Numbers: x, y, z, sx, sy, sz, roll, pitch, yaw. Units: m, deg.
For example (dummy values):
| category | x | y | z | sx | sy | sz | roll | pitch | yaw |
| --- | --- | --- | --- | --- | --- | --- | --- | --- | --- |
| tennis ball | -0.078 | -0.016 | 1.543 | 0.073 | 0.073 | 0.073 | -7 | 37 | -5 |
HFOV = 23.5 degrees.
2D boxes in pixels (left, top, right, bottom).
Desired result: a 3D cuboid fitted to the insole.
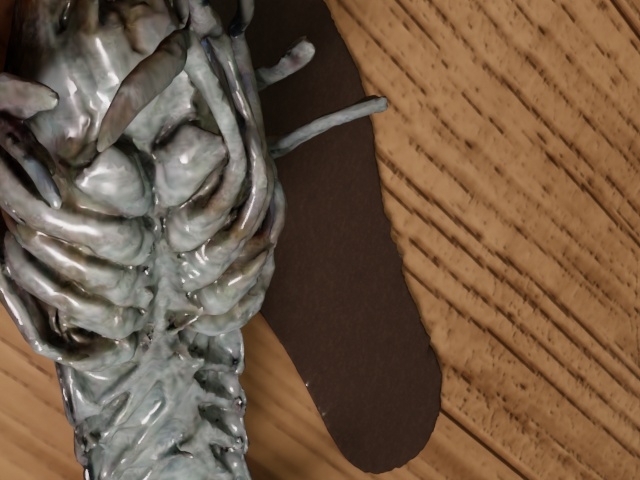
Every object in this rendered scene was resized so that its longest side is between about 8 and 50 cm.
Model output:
| category | x | y | z | sx | sy | sz | roll | pitch | yaw |
| --- | --- | --- | --- | --- | --- | --- | --- | --- | --- |
| insole | 0.000 | 0.000 | 0.797 | 0.111 | 0.007 | 0.328 | -37 | 126 | -22 |

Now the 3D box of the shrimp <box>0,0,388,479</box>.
| category | x | y | z | sx | sy | sz | roll | pitch | yaw |
| --- | --- | --- | --- | --- | --- | --- | --- | --- | --- |
| shrimp | -0.076 | 0.009 | 0.646 | 0.221 | 0.166 | 0.411 | -16 | 130 | -20 |
